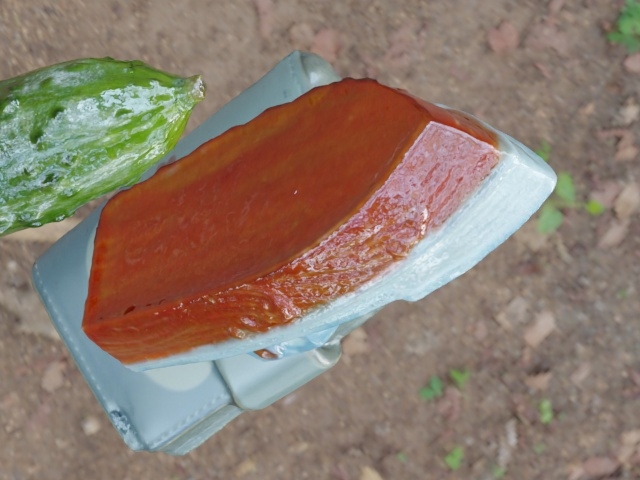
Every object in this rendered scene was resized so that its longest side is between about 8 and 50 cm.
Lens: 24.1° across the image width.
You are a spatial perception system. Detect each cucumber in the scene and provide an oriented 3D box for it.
[{"bbox_3d":[-0.196,-0.087,1.188,0.244,0.134,0.134,-15,131,20],"label":"cucumber"}]

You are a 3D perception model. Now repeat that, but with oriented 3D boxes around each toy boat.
[{"bbox_3d":[0.000,0.000,0.954,0.332,0.145,0.133,-22,141,39],"label":"toy boat"}]

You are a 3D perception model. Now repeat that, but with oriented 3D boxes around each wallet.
[{"bbox_3d":[-0.080,0.025,1.361,0.360,0.252,0.083,-36,167,22],"label":"wallet"}]
